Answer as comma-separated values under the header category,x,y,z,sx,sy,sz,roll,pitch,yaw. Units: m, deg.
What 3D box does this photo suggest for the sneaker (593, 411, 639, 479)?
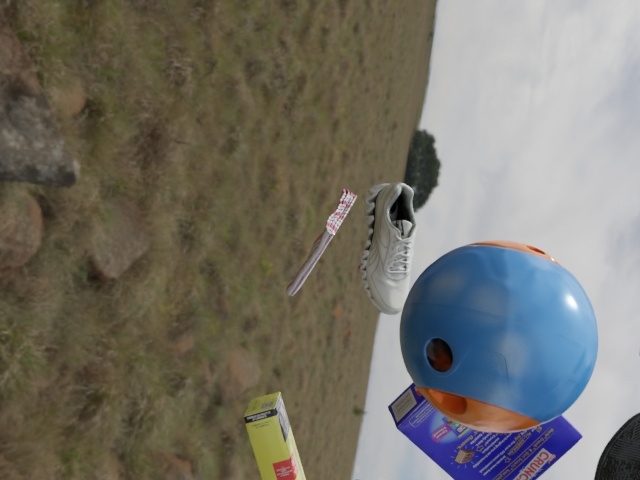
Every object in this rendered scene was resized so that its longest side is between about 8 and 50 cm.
category,x,y,z,sx,sy,sz,roll,pitch,yaw
sneaker,0.515,0.430,1.159,0.295,0.124,0.178,-63,162,-3

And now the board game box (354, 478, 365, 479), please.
category,x,y,z,sx,sy,sz,roll,pitch,yaw
board game box,0.070,0.616,1.342,0.047,0.160,0.210,27,27,-45

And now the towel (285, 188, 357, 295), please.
category,x,y,z,sx,sy,sz,roll,pitch,yaw
towel,0.000,0.000,1.148,0.144,0.029,0.197,-58,180,27

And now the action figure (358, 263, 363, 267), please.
category,x,y,z,sx,sy,sz,roll,pitch,yaw
action figure,0.141,0.096,1.619,0.030,0.115,0.038,-43,175,-9

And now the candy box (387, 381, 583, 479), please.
category,x,y,z,sx,sy,sz,roll,pitch,yaw
candy box,0.356,0.396,1.470,0.268,0.317,0.122,-45,-171,6

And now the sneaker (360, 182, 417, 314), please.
category,x,y,z,sx,sy,sz,roll,pitch,yaw
sneaker,0.155,0.015,1.446,0.118,0.110,0.292,167,-77,-64

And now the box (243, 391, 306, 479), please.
category,x,y,z,sx,sy,sz,roll,pitch,yaw
box,-0.065,0.380,1.120,0.087,0.058,0.232,-59,134,-85

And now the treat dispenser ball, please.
category,x,y,z,sx,sy,sz,roll,pitch,yaw
treat dispenser ball,0.264,0.142,1.013,0.288,0.288,0.288,8,90,-85
